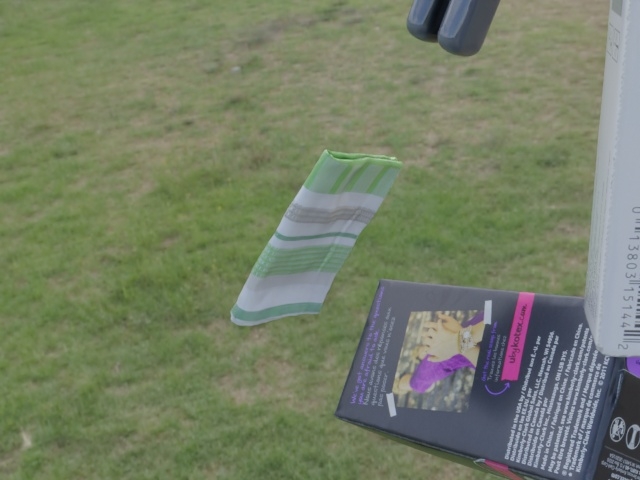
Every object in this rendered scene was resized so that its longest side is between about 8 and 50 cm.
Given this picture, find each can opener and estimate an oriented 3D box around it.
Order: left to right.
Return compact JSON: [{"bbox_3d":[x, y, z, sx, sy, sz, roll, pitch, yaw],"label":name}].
[{"bbox_3d":[0.157,-0.286,0.693,0.093,0.280,0.074,6,22,-46],"label":"can opener"}]

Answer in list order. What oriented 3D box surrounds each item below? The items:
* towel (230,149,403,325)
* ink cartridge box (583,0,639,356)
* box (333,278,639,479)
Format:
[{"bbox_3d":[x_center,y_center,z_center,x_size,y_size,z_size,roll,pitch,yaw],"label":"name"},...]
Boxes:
[{"bbox_3d":[0.000,0.000,0.662,0.023,0.152,0.113,41,23,23],"label":"towel"},{"bbox_3d":[0.299,-0.071,0.495,0.261,0.296,0.066,1,23,8],"label":"ink cartridge box"},{"bbox_3d":[0.171,0.132,0.736,0.165,0.143,0.270,28,-15,-35],"label":"box"}]
